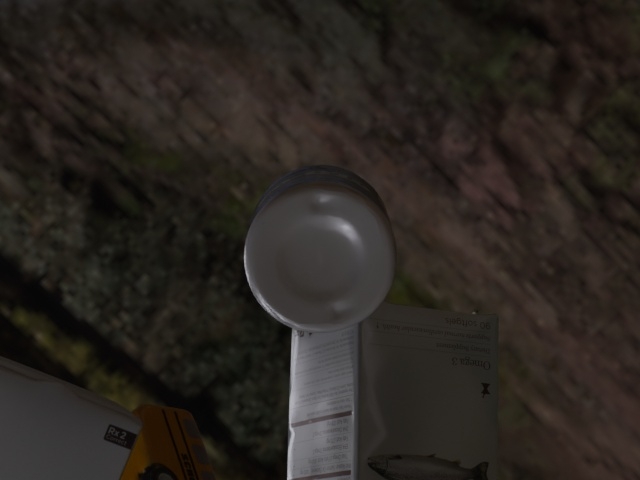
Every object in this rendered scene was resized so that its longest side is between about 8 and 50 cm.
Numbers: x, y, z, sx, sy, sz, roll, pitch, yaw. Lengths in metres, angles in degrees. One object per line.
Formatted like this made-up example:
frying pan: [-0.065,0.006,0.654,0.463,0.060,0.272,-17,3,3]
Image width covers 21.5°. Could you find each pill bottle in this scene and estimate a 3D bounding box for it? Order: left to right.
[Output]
pill bottle: [0.000,0.000,0.902,0.078,0.078,0.137,44,-175,-6]

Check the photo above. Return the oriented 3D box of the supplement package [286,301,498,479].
supplement package: [0.045,0.137,1.080,0.105,0.105,0.179,7,-104,-26]

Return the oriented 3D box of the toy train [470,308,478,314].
toy train: [0.085,0.133,1.545,0.105,0.248,0.143,31,-158,-5]

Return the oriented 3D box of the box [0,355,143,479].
box: [-0.291,0.211,1.584,0.181,0.181,0.119,24,175,-18]

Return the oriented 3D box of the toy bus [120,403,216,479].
toy bus: [-0.153,0.342,1.773,0.130,0.108,0.332,19,-138,-53]
